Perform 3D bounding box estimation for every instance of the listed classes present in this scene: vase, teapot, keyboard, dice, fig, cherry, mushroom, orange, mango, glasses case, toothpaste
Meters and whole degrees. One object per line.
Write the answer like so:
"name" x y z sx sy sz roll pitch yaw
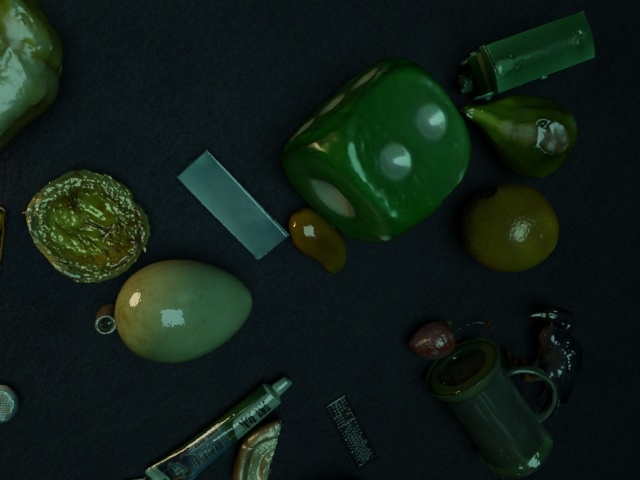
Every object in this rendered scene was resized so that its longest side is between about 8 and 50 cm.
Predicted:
"vase" -0.460 0.170 1.372 0.053 0.101 0.053 -2 97 -14
"teapot" 0.457 0.416 1.581 0.270 0.200 0.337 -32 107 13
"keyboard" 0.079 0.484 1.598 0.064 0.010 0.198 -29 103 -11
"dice" 0.117 -0.187 1.351 0.287 0.297 0.300 48 70 -14
"fig" 0.461 -0.270 1.519 0.275 0.206 0.206 23 91 0
"cherry" 0.326 0.235 1.568 0.226 0.107 0.090 -16 86 0
"mushroom" -0.155 0.516 1.510 0.094 0.072 0.209 15 90 -17
"orange" 0.446 -0.031 1.512 0.236 0.236 0.236 -2 98 -14
"mango" 0.000 0.000 1.478 0.102 0.085 0.184 -47 110 -9
"glasses case" -0.195 -0.083 1.441 0.105 0.056 0.266 -38 106 18
"toothpaste" -0.226 0.450 1.489 0.392 0.061 0.098 -39 105 -5

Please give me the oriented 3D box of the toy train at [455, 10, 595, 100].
"toy train" 0.471 -0.421 1.484 0.301 0.202 0.120 -21 97 -10

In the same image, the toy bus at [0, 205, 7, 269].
"toy bus" -0.694 0.007 1.305 0.070 0.074 0.162 8 96 -14

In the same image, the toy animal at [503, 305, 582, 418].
"toy animal" 0.592 0.315 1.649 0.185 0.122 0.298 -21 103 -11

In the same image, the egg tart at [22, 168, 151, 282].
"egg tart" -0.491 -0.029 1.346 0.252 0.098 0.231 22 85 -20

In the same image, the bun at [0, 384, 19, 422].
"bun" -0.687 0.351 1.367 0.083 0.045 0.083 -1 94 -15

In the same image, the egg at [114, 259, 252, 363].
"egg" -0.286 0.147 1.357 0.295 0.218 0.218 -5 99 -30

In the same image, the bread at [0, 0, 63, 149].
"bread" -0.661 -0.335 1.204 0.341 0.210 0.300 -48 117 -5

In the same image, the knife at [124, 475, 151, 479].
"knife" -0.379 0.550 1.490 0.170 0.010 0.023 -8 105 -15
